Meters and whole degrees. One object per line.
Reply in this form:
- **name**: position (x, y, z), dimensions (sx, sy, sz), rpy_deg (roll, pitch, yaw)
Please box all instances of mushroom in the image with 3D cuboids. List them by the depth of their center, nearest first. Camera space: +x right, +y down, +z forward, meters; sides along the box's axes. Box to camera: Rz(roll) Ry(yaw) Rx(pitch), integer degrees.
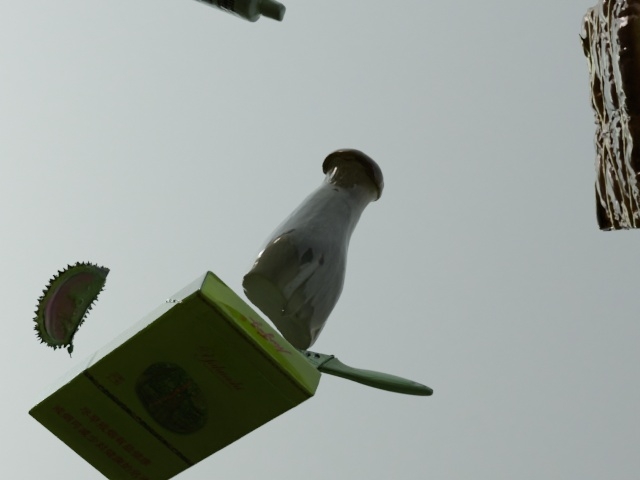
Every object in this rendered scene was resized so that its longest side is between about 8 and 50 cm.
- **mushroom**: position (0.000, 0.000, 1.632), dimensions (0.122, 0.329, 0.159), rpy_deg (5, -41, 35)

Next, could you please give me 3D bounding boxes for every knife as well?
- **knife**: position (0.019, 0.181, 1.483), dimensions (0.293, 0.043, 0.020), rpy_deg (12, -56, 7)

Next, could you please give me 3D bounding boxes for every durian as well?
- **durian**: position (-0.567, 0.138, 2.305), dimensions (0.221, 0.137, 0.095), rpy_deg (-66, -155, -3)

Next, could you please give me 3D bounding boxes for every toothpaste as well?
- **toothpaste**: position (-0.217, -0.428, 1.655), dimensions (0.392, 0.061, 0.099), rpy_deg (27, -54, 22)

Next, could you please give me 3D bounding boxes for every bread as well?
- **bread**: position (0.379, -0.151, 1.199), dimensions (0.185, 0.114, 0.275), rpy_deg (173, -88, -84)

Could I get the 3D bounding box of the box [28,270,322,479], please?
- **box**: position (-0.180, 0.183, 1.233), dimensions (0.335, 0.047, 0.187), rpy_deg (-34, -70, 31)
